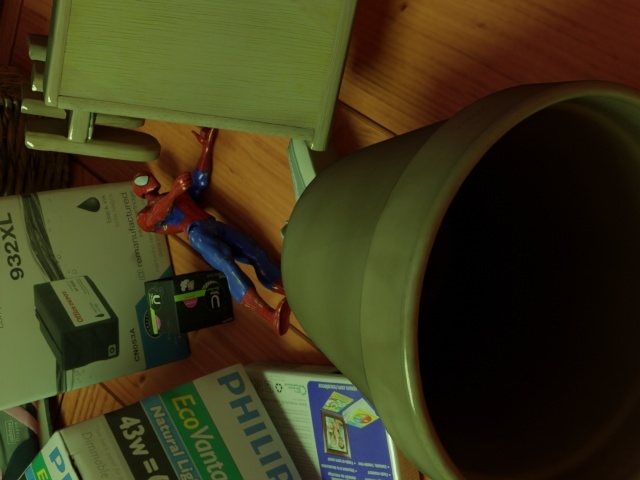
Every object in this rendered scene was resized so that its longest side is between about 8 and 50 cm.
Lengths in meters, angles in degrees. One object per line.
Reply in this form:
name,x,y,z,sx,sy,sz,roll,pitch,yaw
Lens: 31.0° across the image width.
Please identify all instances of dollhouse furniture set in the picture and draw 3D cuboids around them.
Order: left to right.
dollhouse furniture set,-0.145,-0.247,1.155,0.394,0.256,0.362,-124,44,-63

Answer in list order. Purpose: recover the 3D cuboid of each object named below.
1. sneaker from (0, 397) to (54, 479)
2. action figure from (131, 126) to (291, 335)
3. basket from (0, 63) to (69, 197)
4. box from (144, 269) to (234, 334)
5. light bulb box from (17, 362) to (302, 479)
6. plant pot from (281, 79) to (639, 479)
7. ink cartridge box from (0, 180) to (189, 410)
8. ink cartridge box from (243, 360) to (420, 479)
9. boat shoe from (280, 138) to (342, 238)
sneaker,-0.440,0.203,1.523,0.112,0.131,0.319,-35,63,36
action figure,-0.106,-0.031,1.234,0.280,0.091,0.139,32,124,32
basket,-0.462,-0.084,1.456,0.223,0.213,0.299,29,114,35
box,-0.147,0.068,1.289,0.052,0.083,0.062,-5,94,42
light bulb box,-0.163,0.380,1.227,0.358,0.225,0.361,61,141,16
plant pot,0.115,0.029,0.930,0.280,0.323,0.323,15,108,55
ink cartridge box,-0.318,0.061,1.290,0.129,0.307,0.223,-11,91,43
ink cartridge box,0.012,0.233,1.201,0.206,0.045,0.208,-1,99,43
boat shoe,0.001,0.000,1.142,0.081,0.079,0.227,-20,87,26
